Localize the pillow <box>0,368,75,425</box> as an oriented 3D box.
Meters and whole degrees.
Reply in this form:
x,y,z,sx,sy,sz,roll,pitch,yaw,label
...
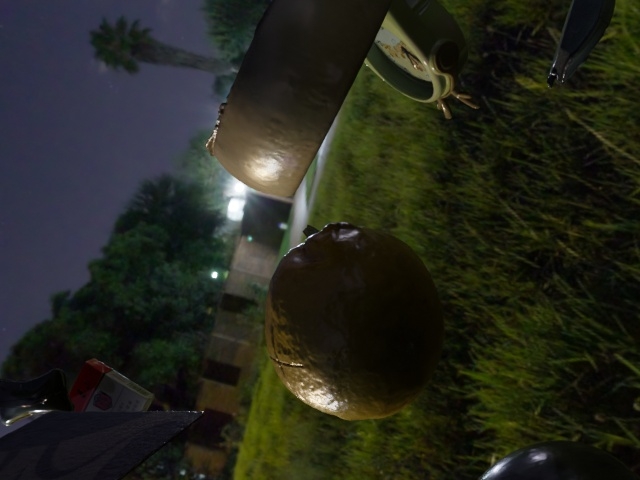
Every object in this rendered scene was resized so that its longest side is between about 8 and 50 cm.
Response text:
x,y,z,sx,sy,sz,roll,pitch,yaw,label
-0.527,0.287,1.075,0.055,0.136,0.091,-101,1,-50,pillow

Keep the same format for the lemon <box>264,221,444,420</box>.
x,y,z,sx,sy,sz,roll,pitch,yaw,label
0.050,0.125,0.909,0.297,0.297,0.297,-164,90,-89,lemon

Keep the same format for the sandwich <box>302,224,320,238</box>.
x,y,z,sx,sy,sz,roll,pitch,yaw,label
0.000,0.000,1.314,0.031,0.083,0.044,-53,22,-5,sandwich

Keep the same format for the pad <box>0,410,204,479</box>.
x,y,z,sx,sy,sz,roll,pitch,yaw,label
-0.272,0.207,0.469,0.330,0.220,0.004,-23,-76,-66,pad

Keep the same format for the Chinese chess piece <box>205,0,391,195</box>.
x,y,z,sx,sy,sz,roll,pitch,yaw,label
-0.030,-0.228,0.829,0.338,0.141,0.338,-61,8,14,Chinese chess piece

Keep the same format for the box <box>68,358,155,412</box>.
x,y,z,sx,sy,sz,roll,pitch,yaw,label
-0.426,0.321,1.184,0.100,0.152,0.048,-61,-4,-1,box

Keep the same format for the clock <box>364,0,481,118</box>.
x,y,z,sx,sy,sz,roll,pitch,yaw,label
0.163,-0.345,1.046,0.096,0.308,0.235,-48,12,-6,clock

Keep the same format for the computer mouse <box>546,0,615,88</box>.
x,y,z,sx,sy,sz,roll,pitch,yaw,label
0.441,-0.355,0.972,0.113,0.068,0.228,20,-92,-75,computer mouse

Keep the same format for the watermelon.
x,y,z,sx,sy,sz,roll,pitch,yaw,label
0.378,0.467,0.922,0.279,0.359,0.279,59,164,28,watermelon
